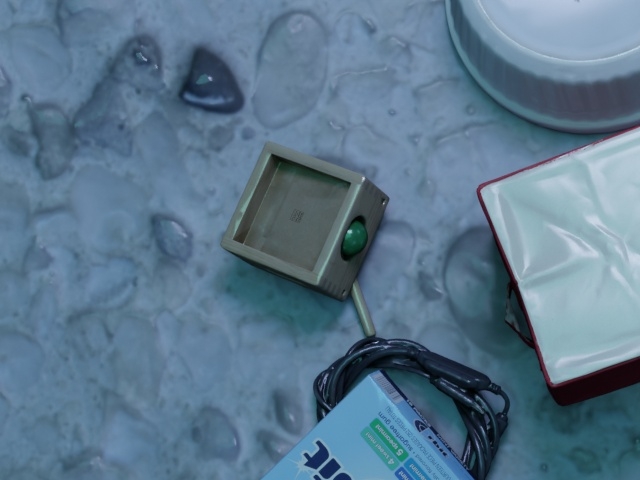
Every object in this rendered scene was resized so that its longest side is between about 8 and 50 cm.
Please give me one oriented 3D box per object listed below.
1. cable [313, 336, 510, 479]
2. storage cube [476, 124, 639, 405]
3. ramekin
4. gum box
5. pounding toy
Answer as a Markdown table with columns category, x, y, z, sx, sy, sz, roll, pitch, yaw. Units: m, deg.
| category | x | y | z | sx | sy | sz | roll | pitch | yaw |
| --- | --- | --- | --- | --- | --- | --- | --- | --- | --- |
| cable | 0.075 | 0.170 | 1.346 | 0.184 | 0.047 | 0.150 | 21 | 93 | 19 |
| storage cube | 0.255 | 0.024 | 1.254 | 0.215 | 0.193 | 0.183 | -20 | 76 | 7 |
| ramekin | 0.242 | -0.243 | 1.339 | 0.273 | 0.127 | 0.272 | -2 | 79 | 12 |
| gum box | 0.038 | 0.235 | 1.310 | 0.184 | 0.041 | 0.157 | -45 | 77 | 19 |
| pounding toy | 0.000 | 0.000 | 1.373 | 0.141 | 0.100 | 0.130 | 21 | 84 | 26 |
